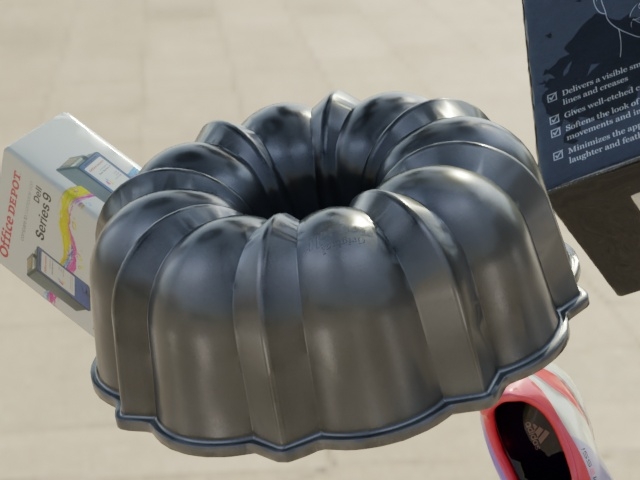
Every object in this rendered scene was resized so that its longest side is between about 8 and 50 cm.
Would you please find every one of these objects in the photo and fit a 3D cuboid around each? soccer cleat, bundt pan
[{"bbox_3d":[0.224,0.254,1.686,0.108,0.318,0.116,-28,-5,21],"label":"soccer cleat"},{"bbox_3d":[0.000,0.000,1.263,0.330,0.124,0.331,-10,25,4],"label":"bundt pan"}]

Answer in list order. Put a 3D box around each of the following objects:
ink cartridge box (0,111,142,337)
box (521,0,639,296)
[{"bbox_3d":[-0.211,0.001,1.914,0.212,0.154,0.093,38,47,19],"label":"ink cartridge box"},{"bbox_3d":[0.391,-0.187,2.103,0.293,0.212,0.396,-19,48,23],"label":"box"}]
